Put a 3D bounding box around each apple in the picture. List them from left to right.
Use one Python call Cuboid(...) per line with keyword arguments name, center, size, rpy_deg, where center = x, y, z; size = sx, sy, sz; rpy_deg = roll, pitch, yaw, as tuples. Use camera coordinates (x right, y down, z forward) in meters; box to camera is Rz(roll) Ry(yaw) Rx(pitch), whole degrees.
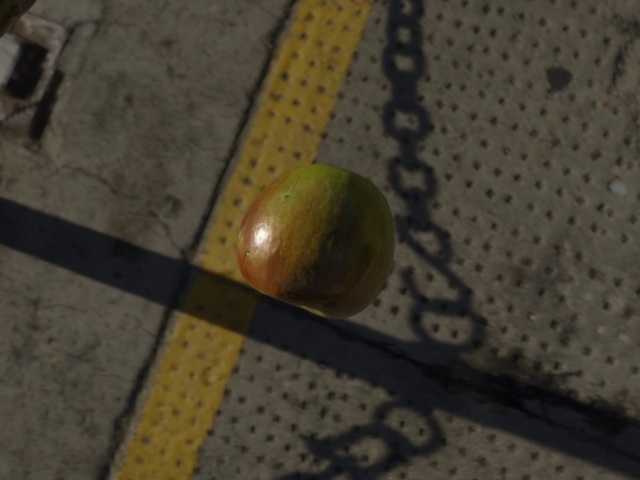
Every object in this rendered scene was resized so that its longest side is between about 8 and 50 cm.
Cuboid(name="apple", center=(0.000, 0.000, 1.567), size=(0.196, 0.196, 0.196), rpy_deg=(-5, 78, 22))

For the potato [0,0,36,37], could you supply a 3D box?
Cuboid(name="potato", center=(-0.278, -0.241, 0.969), size=(0.210, 0.173, 0.307), rpy_deg=(-23, 25, 50))
